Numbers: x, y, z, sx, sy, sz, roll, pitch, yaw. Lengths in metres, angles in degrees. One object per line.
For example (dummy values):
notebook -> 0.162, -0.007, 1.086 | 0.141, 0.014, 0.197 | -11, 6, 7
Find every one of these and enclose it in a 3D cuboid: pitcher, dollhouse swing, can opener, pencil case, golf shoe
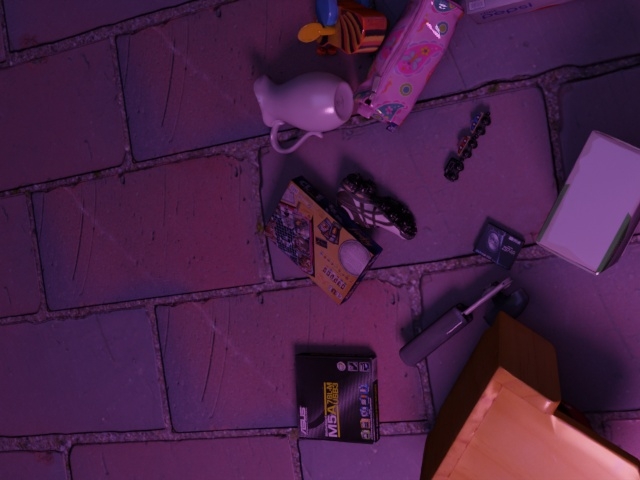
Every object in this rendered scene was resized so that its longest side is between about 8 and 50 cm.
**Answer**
pitcher -> -0.033, -0.272, 1.703 | 0.207, 0.125, 0.178 | 5, 116, 33
dollhouse swing -> 0.391, 0.386, 1.471 | 0.304, 0.315, 0.347 | 24, 114, 3
can opener -> 0.291, 0.177, 1.604 | 0.283, 0.076, 0.095 | -43, 76, 20
pencil case -> 0.174, -0.369, 1.599 | 0.124, 0.124, 0.284 | 35, 105, 17
golf shoe -> 0.116, -0.055, 1.676 | 0.198, 0.077, 0.094 | 42, 125, 17

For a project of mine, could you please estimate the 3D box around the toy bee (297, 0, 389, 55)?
toy bee -> 0.047, -0.445, 1.643 | 0.195, 0.298, 0.162 | 2, 127, -6

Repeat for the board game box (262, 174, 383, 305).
board game box -> 0.000, 0.000, 1.707 | 0.243, 0.042, 0.165 | 43, 128, 15

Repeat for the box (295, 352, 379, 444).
box -> 0.036, 0.344, 1.738 | 0.184, 0.045, 0.191 | -1, 92, 21

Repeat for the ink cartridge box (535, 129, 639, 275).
ink cartridge box -> 0.499, -0.065, 1.388 | 0.121, 0.289, 0.211 | 29, 103, 22

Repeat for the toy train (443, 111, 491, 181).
toy train -> 0.297, -0.193, 1.608 | 0.036, 0.027, 0.158 | 37, 107, 28

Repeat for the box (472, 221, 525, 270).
box -> 0.359, 0.012, 1.596 | 0.083, 0.018, 0.067 | 31, 105, 19

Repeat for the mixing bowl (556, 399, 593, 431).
mixing bowl -> 0.455, 0.380, 1.516 | 0.181, 0.098, 0.182 | -9, 80, 55

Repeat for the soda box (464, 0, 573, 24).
soda box -> 0.419, -0.494, 1.499 | 0.286, 0.098, 0.091 | -9, 88, 23
